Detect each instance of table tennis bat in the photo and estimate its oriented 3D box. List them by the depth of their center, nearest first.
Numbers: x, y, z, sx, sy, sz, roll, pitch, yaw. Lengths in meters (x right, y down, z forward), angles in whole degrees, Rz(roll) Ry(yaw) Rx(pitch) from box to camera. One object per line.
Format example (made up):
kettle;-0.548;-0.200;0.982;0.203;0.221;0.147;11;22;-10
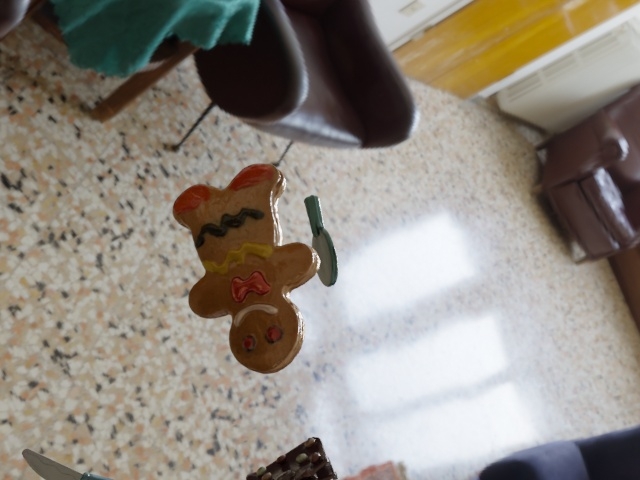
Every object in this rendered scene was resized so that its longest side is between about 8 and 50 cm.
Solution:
table tennis bat;0.000;0.000;1.597;0.033;0.124;0.201;-8;77;-19

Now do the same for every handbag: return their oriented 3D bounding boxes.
handbag;-0.071;0.523;1.668;0.073;0.203;0.216;61;-4;0

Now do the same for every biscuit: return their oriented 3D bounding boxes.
biscuit;-0.085;0.031;0.874;0.036;0.166;0.249;37;35;-65

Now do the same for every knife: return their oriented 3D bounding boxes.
knife;-0.545;0.520;1.655;0.244;0.058;0.032;29;5;-23
